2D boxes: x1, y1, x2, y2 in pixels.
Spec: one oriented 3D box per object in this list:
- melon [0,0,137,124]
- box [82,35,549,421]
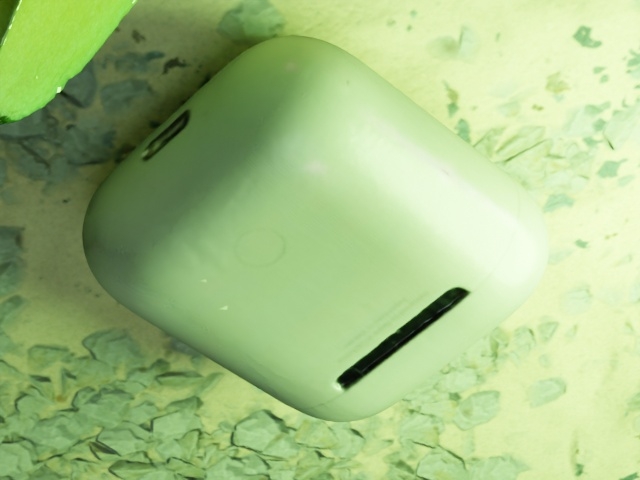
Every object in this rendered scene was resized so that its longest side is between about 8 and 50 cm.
[{"bbox_3d":[-0.192,-0.256,1.002,0.331,0.226,0.343,20,103,-41],"label":"melon"},{"bbox_3d":[0.000,0.001,1.382,0.289,0.141,0.349,-41,127,21],"label":"box"}]
